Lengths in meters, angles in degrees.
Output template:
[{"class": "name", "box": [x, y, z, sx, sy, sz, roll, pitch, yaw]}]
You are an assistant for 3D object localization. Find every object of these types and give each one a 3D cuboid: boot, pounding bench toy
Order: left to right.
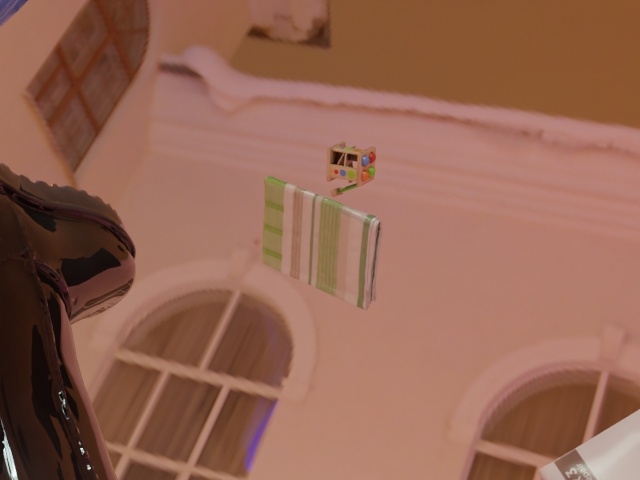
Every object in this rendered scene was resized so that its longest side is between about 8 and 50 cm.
[{"class": "boot", "box": [-0.200, 0.162, 0.921, 0.146, 0.445, 0.367, -32, -22, 12]}, {"class": "pounding bench toy", "box": [0.050, -0.102, 1.744, 0.065, 0.052, 0.083, 12, -67, 26]}]

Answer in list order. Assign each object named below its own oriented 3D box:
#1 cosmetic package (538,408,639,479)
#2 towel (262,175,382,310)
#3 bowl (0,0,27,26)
[{"class": "cosmetic package", "box": [0.333, 0.315, 0.989, 0.156, 0.217, 0.385, -30, -37, -1]}, {"class": "towel", "box": [0.000, 0.000, 1.232, 0.152, 0.023, 0.113, 24, -57, 32]}, {"class": "bowl", "box": [-0.298, -0.238, 0.578, 0.391, 0.391, 0.077, 17, -17, 12]}]
